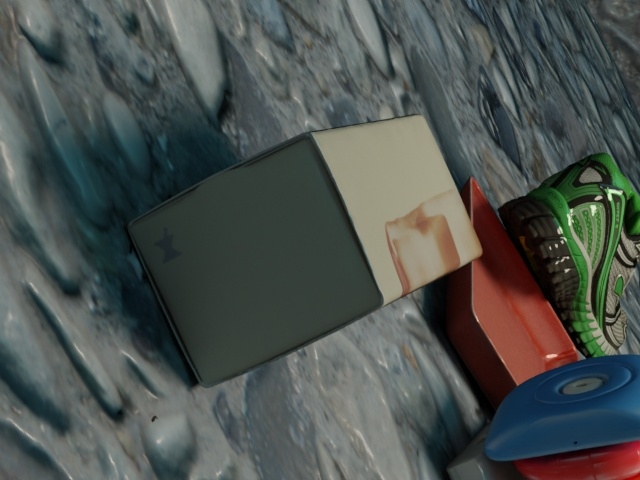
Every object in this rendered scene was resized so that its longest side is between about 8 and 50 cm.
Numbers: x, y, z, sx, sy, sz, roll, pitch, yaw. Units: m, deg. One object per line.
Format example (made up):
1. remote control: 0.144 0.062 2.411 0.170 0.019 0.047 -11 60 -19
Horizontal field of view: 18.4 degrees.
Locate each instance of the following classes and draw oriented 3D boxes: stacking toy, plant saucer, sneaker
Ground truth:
1. stacking toy: 0.269 0.265 1.757 0.166 0.175 0.302 -47 123 -68
2. plant saucer: 0.192 0.102 1.994 0.258 0.047 0.259 57 20 -26
3. sneaker: 0.304 0.026 2.161 0.134 0.146 0.343 55 -4 28

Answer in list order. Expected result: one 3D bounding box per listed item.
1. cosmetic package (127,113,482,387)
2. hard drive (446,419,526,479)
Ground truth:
1. cosmetic package: 0.000 0.000 1.425 0.129 0.153 0.296 66 19 2
2. hard drive: 0.212 0.319 1.792 0.308 0.040 0.203 66 18 0
